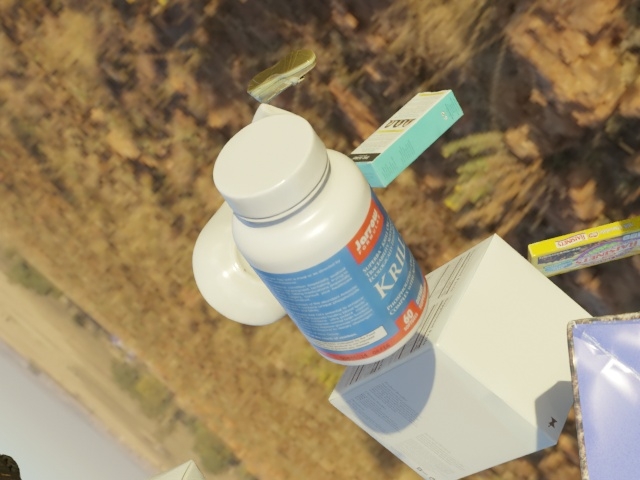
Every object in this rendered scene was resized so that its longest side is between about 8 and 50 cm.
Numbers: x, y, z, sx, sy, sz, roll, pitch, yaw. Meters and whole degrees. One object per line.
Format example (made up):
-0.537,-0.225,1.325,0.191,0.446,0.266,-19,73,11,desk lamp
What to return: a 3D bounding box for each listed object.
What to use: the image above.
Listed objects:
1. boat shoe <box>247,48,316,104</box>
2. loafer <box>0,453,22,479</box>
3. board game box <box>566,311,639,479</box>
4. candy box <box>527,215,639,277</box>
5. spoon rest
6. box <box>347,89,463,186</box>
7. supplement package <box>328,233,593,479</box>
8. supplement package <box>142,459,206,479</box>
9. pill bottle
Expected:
-0.060,-0.284,2.009,0.153,0.056,0.048,-26,127,33,boat shoe
-0.396,0.328,1.409,0.076,0.078,0.223,17,-177,-25,loafer
0.311,0.197,1.058,0.141,0.232,0.291,-6,167,12,board game box
0.433,0.012,1.834,0.105,0.206,0.027,71,-175,-66,candy box
-0.077,-0.026,1.380,0.137,0.276,0.084,19,151,-20,spoon rest
0.159,-0.196,2.207,0.100,0.244,0.060,4,131,55,box
0.188,0.164,1.507,0.199,0.198,0.263,40,144,-10,supplement package
-0.156,0.427,1.270,0.293,0.178,0.175,59,-160,-16,supplement package
0.000,0.000,0.986,0.124,0.124,0.221,26,159,44,pill bottle
